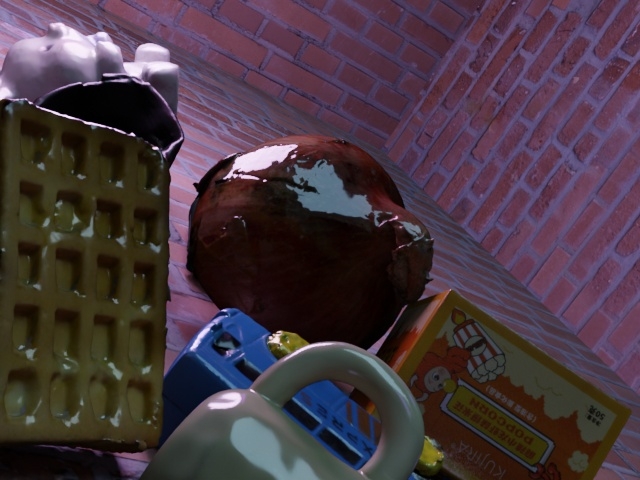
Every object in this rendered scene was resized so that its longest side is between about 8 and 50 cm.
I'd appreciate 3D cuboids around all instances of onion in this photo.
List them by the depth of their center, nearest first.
[{"bbox_3d":[-0.025,0.016,1.438,0.353,0.354,0.354,32,15,-9],"label":"onion"}]

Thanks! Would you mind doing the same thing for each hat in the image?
[{"bbox_3d":[-0.330,-0.075,1.464,0.238,0.209,0.336,9,40,-14],"label":"hat"}]

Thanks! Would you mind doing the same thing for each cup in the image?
[{"bbox_3d":[-0.031,0.217,0.906,0.202,0.255,0.173,37,10,10],"label":"cup"}]

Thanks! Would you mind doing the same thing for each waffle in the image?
[{"bbox_3d":[-0.252,0.042,0.977,0.224,0.098,0.328,13,70,-46],"label":"waffle"}]

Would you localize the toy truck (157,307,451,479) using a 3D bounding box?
[{"bbox_3d":[-0.011,0.240,1.084,0.385,0.161,0.162,39,24,13],"label":"toy truck"}]

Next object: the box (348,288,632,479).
[{"bbox_3d":[0.203,0.233,1.342,0.283,0.214,0.259,33,-9,-1],"label":"box"}]

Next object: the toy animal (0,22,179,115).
[{"bbox_3d":[-0.415,-0.227,1.643,0.367,0.241,0.196,11,15,-23],"label":"toy animal"}]

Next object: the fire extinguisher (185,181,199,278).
[{"bbox_3d":[-0.179,-0.019,1.683,0.118,0.093,0.294,57,6,-21],"label":"fire extinguisher"}]

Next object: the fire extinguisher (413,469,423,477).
[{"bbox_3d":[0.102,0.327,1.216,0.099,0.071,0.231,17,21,-33],"label":"fire extinguisher"}]
